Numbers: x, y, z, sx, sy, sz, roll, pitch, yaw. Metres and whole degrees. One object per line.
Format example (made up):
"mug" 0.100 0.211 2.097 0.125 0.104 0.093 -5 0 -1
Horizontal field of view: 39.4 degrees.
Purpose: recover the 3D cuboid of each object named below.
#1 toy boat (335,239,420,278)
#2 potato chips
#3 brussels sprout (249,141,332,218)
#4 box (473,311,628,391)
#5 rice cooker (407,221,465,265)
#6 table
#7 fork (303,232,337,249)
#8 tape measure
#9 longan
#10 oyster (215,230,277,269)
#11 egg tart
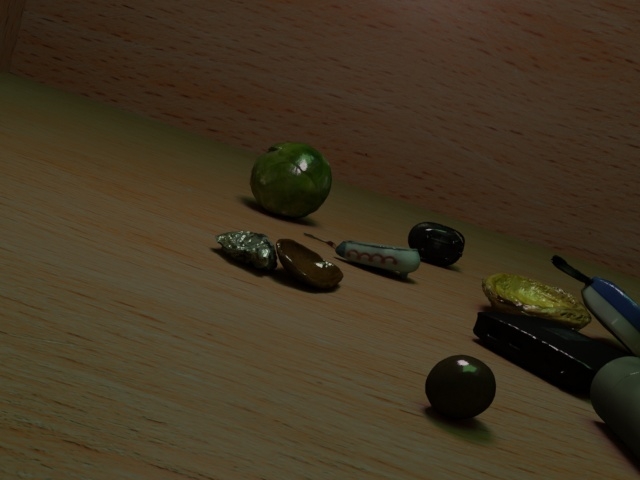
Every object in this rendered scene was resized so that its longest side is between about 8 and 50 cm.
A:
"toy boat" 0.142 0.046 2.206 0.207 0.079 0.134 9 0 11
"potato chips" -0.031 0.055 1.855 0.150 0.049 0.201 35 9 9
"brussels sprout" -0.087 -0.173 2.543 0.244 0.244 0.244 17 10 -3
"box" 0.486 0.222 1.798 0.288 0.073 0.290 9 13 -44
"rice cooker" 0.332 0.010 2.562 0.165 0.112 0.106 15 15 -2
"table" 0.522 0.276 1.409 0.126 0.127 0.220 17 10 -6
"fork" 0.001 -0.001 2.328 0.115 0.016 0.012 23 19 34
"tape measure" 0.682 0.152 2.094 0.351 0.098 0.215 36 11 -42
"longan" 0.202 0.215 1.303 0.113 0.092 0.113 -17 -16 -5
"oyster" -0.143 0.018 1.851 0.177 0.064 0.124 26 18 37
"egg tart" 0.504 0.160 2.125 0.278 0.095 0.279 14 15 -4
